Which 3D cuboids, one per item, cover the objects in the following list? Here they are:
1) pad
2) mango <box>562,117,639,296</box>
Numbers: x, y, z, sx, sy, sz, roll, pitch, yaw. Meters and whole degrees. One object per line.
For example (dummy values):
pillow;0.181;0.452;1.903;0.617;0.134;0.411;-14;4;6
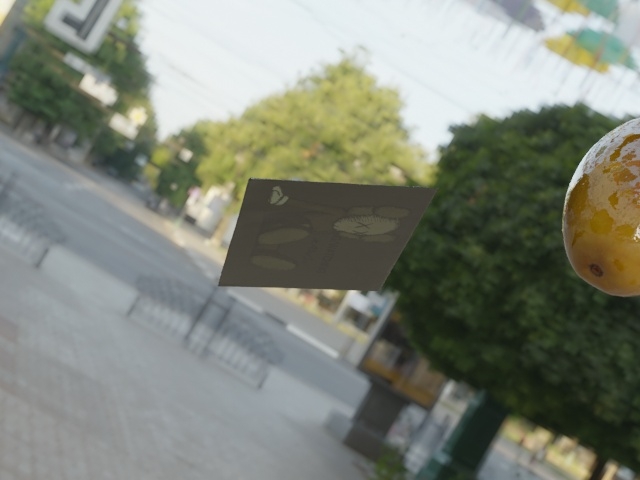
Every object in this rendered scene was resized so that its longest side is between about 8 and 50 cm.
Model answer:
pad;0.000;0.000;1.011;0.127;0.004;0.190;2;-23;-10
mango;0.225;-0.035;0.987;0.102;0.184;0.085;7;-48;24
